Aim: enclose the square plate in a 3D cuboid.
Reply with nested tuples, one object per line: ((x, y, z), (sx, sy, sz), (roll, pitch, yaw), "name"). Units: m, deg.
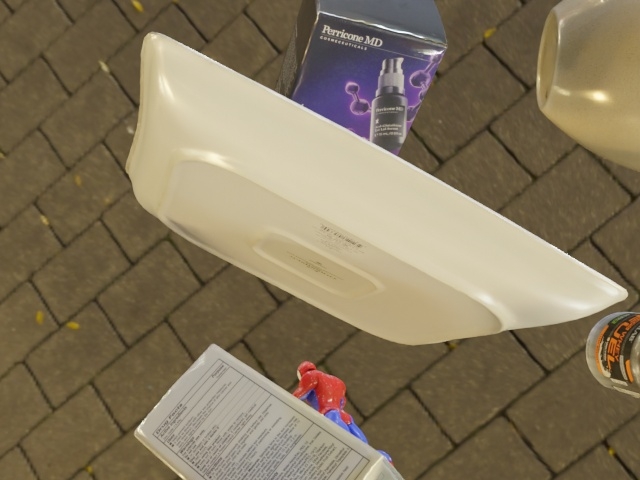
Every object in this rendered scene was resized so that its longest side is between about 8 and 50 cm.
((0.000, 0.000, 0.659), (0.347, 0.344, 0.049), (28, 75, -9), "square plate")

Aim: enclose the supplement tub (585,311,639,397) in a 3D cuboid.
((0.445, 0.156, 1.102), (0.117, 0.190, 0.117), (0, 87, -6), "supplement tub")

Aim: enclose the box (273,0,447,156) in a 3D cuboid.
((0.035, -0.188, 0.969), (0.153, 0.207, 0.108), (10, 43, -13), "box")

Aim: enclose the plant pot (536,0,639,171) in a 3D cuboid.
((0.384, -0.226, 1.055), (0.191, 0.284, 0.284), (5, 82, 4), "plant pot")

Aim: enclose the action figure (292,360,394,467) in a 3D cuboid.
((0.007, 0.291, 1.172), (0.139, 0.091, 0.280), (-51, 39, 15), "action figure")

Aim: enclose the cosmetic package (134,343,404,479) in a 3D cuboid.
((-0.056, 0.260, 0.947), (0.296, 0.129, 0.153), (26, 68, 42), "cosmetic package")
